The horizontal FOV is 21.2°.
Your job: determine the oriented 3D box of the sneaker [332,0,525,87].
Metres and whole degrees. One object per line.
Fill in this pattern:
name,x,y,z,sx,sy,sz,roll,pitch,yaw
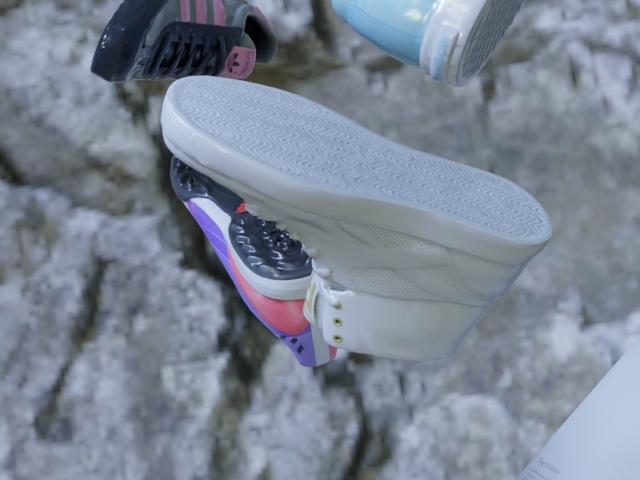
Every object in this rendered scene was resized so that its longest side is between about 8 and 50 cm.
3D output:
sneaker,0.130,-0.282,1.428,0.366,0.150,0.135,-53,-16,-41

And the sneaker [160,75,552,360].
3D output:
sneaker,0.000,0.000,1.242,0.108,0.293,0.169,-83,19,-50

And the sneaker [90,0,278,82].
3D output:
sneaker,-0.139,-0.223,1.888,0.112,0.131,0.319,-61,-8,26

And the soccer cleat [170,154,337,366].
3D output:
soccer cleat,-0.060,-0.003,1.578,0.318,0.109,0.116,-128,24,-55

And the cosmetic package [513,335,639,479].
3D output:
cosmetic package,0.318,0.242,1.604,0.197,0.365,0.155,44,174,-28
